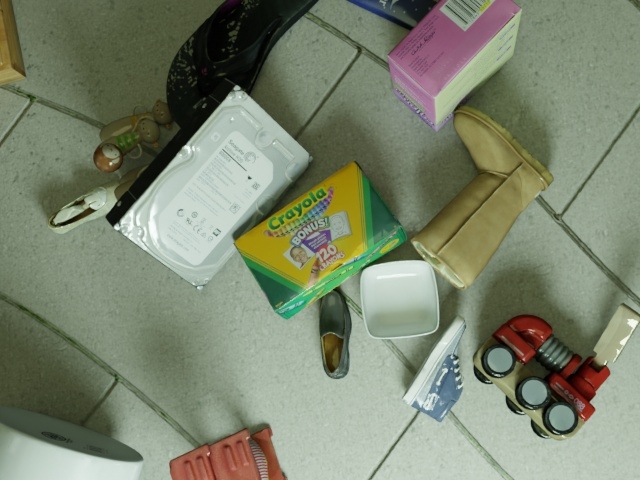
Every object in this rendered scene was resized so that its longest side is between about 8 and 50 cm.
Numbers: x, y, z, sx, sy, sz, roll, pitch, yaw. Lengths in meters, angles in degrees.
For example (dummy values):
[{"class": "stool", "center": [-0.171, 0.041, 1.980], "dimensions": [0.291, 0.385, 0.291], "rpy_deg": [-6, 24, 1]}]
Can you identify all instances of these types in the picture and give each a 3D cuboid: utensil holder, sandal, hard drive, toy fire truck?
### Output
[{"class": "utensil holder", "center": [-0.520, 0.519, 1.611], "dimensions": [0.328, 0.327, 0.385], "rpy_deg": [17, 83, 10]}, {"class": "sandal", "center": [-0.157, -0.413, 1.793], "dimensions": [0.168, 0.107, 0.445], "rpy_deg": [36, 86, 11]}, {"class": "hard drive", "center": [-0.199, -0.098, 1.705], "dimensions": [0.339, 0.237, 0.064], "rpy_deg": [-49, 38, -2]}, {"class": "toy fire truck", "center": [0.424, 0.198, 1.622], "dimensions": [0.217, 0.158, 0.246], "rpy_deg": [43, 78, 12]}]

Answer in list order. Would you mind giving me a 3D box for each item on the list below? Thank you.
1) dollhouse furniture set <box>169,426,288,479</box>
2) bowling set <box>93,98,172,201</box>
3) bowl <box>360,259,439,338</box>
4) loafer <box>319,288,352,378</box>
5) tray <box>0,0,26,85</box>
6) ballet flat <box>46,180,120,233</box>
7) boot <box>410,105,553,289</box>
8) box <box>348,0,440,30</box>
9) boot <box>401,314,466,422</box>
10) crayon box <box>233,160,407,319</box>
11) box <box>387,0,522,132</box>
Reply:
[{"class": "dollhouse furniture set", "center": [-0.117, 0.527, 1.613], "dimensions": [0.152, 0.201, 0.374], "rpy_deg": [-21, 79, 5]}, {"class": "bowling set", "center": [-0.326, -0.143, 1.744], "dimensions": [0.154, 0.200, 0.287], "rpy_deg": [-26, 83, 1]}, {"class": "bowl", "center": [0.148, 0.110, 1.710], "dimensions": [0.142, 0.053, 0.142], "rpy_deg": [-6, 82, 7]}, {"class": "loafer", "center": [0.027, 0.172, 1.713], "dimensions": [0.062, 0.061, 0.170], "rpy_deg": [-8, 80, 8]}, {"class": "tray", "center": [-0.833, -0.386, 1.906], "dimensions": [0.411, 0.076, 0.202], "rpy_deg": [-15, 80, 7]}, {"class": "ballet flat", "center": [-0.465, -0.064, 1.819], "dimensions": [0.168, 0.052, 0.057], "rpy_deg": [-33, 79, 2]}, {"class": "boot", "center": [0.262, -0.085, 1.680], "dimensions": [0.236, 0.089, 0.269], "rpy_deg": [42, 79, 10]}, {"class": "box", "center": [0.165, -0.492, 1.802], "dimensions": [0.225, 0.036, 0.136], "rpy_deg": [28, 87, 9]}, {"class": "boot", "center": [0.233, 0.234, 1.680], "dimensions": [0.086, 0.069, 0.190], "rpy_deg": [32, 95, 4]}, {"class": "crayon box", "center": [0.000, 0.000, 1.716], "dimensions": [0.278, 0.081, 0.165], "rpy_deg": [-34, 67, 2]}, {"class": "box", "center": [0.240, -0.335, 1.662], "dimensions": [0.117, 0.243, 0.213], "rpy_deg": [44, 90, 11]}]
